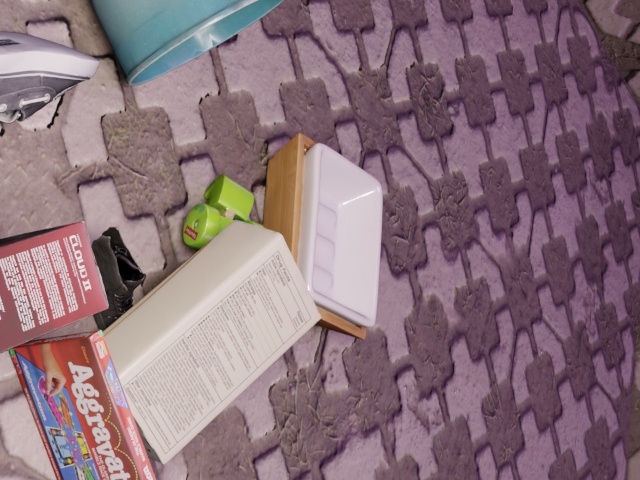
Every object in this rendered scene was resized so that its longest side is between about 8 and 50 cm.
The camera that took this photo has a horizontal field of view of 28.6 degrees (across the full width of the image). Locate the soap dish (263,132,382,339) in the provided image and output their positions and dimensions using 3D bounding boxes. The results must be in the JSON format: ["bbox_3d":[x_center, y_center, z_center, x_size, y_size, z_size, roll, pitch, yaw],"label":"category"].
[{"bbox_3d":[0.000,0.000,2.083,0.229,0.118,0.291,29,57,-50],"label":"soap dish"}]

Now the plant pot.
[{"bbox_3d":[-0.215,-0.394,1.759,0.255,0.271,0.271,60,35,-4],"label":"plant pot"}]

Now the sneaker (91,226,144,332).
[{"bbox_3d":[-0.270,0.065,1.680,0.051,0.089,0.170,-50,122,-50],"label":"sneaker"}]

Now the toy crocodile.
[{"bbox_3d":[-0.157,0.061,1.853,0.115,0.105,0.341,18,68,-35],"label":"toy crocodile"}]

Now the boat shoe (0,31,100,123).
[{"bbox_3d":[-0.385,-0.199,1.580,0.301,0.108,0.102,-26,135,-69],"label":"boat shoe"}]

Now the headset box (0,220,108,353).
[{"bbox_3d":[-0.395,0.069,1.372,0.293,0.218,0.110,-24,101,-55],"label":"headset box"}]

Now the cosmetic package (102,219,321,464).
[{"bbox_3d":[-0.161,0.131,1.691,0.309,0.113,0.160,-42,125,-26],"label":"cosmetic package"}]

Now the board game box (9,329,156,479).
[{"bbox_3d":[-0.283,0.251,1.558,0.027,0.145,0.281,-34,110,-55],"label":"board game box"}]
